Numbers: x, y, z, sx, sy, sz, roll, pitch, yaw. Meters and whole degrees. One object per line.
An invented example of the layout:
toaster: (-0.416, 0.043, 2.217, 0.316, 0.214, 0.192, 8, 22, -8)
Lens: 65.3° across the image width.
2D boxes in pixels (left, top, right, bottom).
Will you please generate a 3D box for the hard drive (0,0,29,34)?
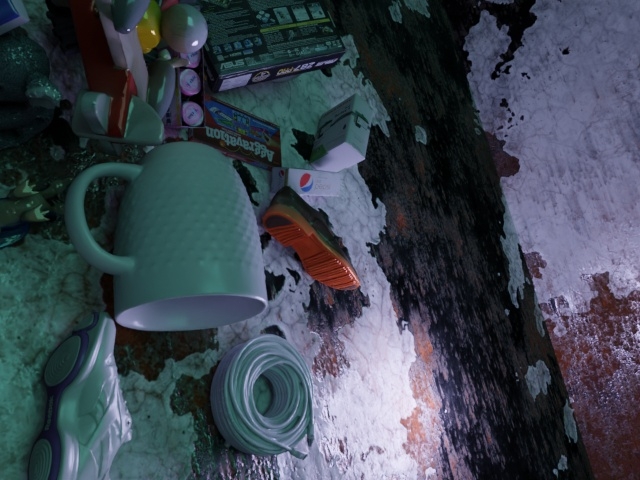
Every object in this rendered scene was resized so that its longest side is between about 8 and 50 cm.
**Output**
hard drive: (-0.623, -0.360, 0.740, 0.040, 0.319, 0.210, -48, 115, -85)

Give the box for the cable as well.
cable: (-0.122, 0.343, 1.117, 0.257, 0.089, 0.257, 28, 54, -35)

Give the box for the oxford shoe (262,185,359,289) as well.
oxford shoe: (0.000, 0.000, 1.347, 0.363, 0.130, 0.132, 49, 41, -33)

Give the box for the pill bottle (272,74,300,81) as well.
pill bottle: (-0.129, -0.596, 1.481, 0.121, 0.121, 0.221, -11, 82, -48)

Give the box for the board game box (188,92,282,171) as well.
board game box: (-0.219, -0.284, 1.325, 0.281, 0.027, 0.145, 14, 65, -43)

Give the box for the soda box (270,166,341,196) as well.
soda box: (-0.038, -0.165, 1.418, 0.216, 0.069, 0.073, -3, 100, -47)

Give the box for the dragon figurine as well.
dragon figurine: (-0.539, -0.035, 0.837, 0.289, 0.144, 0.085, -30, 99, -29)

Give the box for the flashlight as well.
flashlight: (-0.419, -0.492, 1.075, 0.304, 0.103, 0.103, -24, 130, -22)

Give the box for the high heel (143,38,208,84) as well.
high heel: (-0.353, -0.512, 1.235, 0.186, 0.093, 0.261, 18, 68, -44)

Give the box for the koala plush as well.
koala plush: (-0.530, -0.274, 0.845, 0.203, 0.221, 0.196, -30, 96, -49)

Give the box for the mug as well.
mug: (-0.290, -0.021, 0.948, 0.374, 0.276, 0.327, 15, 59, -48)

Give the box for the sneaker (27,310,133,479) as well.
sneaker: (-0.395, 0.278, 0.861, 0.152, 0.114, 0.304, 32, 56, -51)

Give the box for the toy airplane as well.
toy airplane: (-0.331, -0.346, 0.893, 0.273, 0.386, 0.384, -15, 125, -15)

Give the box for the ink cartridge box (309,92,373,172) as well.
ink cartridge box: (0.066, -0.324, 1.543, 0.093, 0.160, 0.219, 36, 50, -32)

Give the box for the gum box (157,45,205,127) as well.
gum box: (-0.317, -0.352, 1.136, 0.062, 0.107, 0.188, -8, 104, -41)

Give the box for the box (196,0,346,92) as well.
box: (-0.166, -0.593, 1.344, 0.395, 0.097, 0.318, -23, 88, -26)
